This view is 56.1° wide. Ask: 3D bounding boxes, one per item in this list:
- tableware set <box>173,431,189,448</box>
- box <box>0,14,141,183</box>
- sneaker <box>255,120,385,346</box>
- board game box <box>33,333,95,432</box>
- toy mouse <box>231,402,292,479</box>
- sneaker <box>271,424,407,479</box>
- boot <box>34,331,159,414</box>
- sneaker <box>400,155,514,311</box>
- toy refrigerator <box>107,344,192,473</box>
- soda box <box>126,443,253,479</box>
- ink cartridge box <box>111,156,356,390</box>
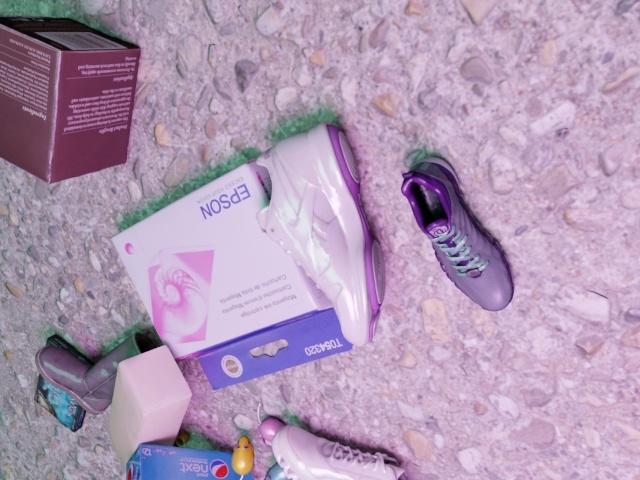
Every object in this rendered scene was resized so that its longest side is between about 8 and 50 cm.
[{"bbox_3d":[-0.271,0.444,1.179,0.103,0.024,0.154,8,110,24],"label":"tableware set"},{"bbox_3d":[-0.409,-0.225,0.938,0.166,0.168,0.203,25,116,16],"label":"box"},{"bbox_3d":[0.000,0.000,0.833,0.152,0.114,0.306,-15,91,16],"label":"sneaker"},{"bbox_3d":[-0.538,0.302,1.265,0.126,0.026,0.186,32,118,14],"label":"board game box"},{"bbox_3d":[-0.080,0.363,1.022,0.142,0.031,0.161,5,81,3],"label":"toy mouse"},{"bbox_3d":[0.060,0.371,0.948,0.292,0.110,0.118,33,111,4],"label":"sneaker"},{"bbox_3d":[-0.408,0.229,1.126,0.208,0.076,0.189,-34,112,32],"label":"boot"},{"bbox_3d":[0.165,0.004,0.765,0.083,0.098,0.224,-31,91,31],"label":"sneaker"},{"bbox_3d":[-0.304,0.304,1.060,0.102,0.094,0.270,54,141,25],"label":"toy refrigerator"},{"bbox_3d":[-0.225,0.410,1.044,0.067,0.210,0.071,-53,35,30],"label":"soda box"},{"bbox_3d":[-0.150,0.080,0.970,0.324,0.071,0.330,-24,94,31],"label":"ink cartridge box"}]
